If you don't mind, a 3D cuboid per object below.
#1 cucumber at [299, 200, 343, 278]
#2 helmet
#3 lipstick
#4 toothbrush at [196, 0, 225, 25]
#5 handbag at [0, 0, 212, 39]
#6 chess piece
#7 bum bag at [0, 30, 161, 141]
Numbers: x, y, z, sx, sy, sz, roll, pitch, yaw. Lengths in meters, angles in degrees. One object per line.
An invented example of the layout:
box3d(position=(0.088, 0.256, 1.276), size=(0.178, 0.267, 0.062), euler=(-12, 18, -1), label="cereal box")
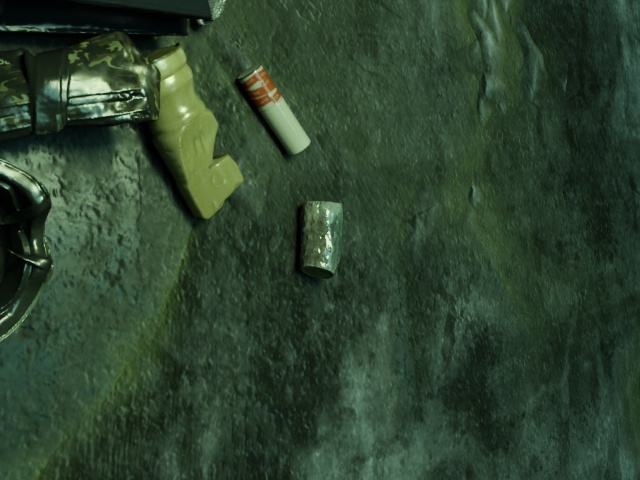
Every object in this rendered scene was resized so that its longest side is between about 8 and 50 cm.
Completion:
box3d(position=(0.000, -0.002, 1.018), size=(0.064, 0.064, 0.112), euler=(12, 79, -43), label="cucumber")
box3d(position=(-0.338, 0.003, 0.650), size=(0.153, 0.107, 0.177), euler=(-2, 105, -48), label="helmet")
box3d(position=(-0.063, -0.181, 0.989), size=(0.131, 0.038, 0.038), euler=(56, 51, -25), label="lipstick")
box3d(position=(-0.105, -0.436, 0.969), size=(0.024, 0.029, 0.354), euler=(43, 55, -50), label="toothbrush")
box3d(position=(-0.276, -0.373, 0.744), size=(0.329, 0.121, 0.304), euler=(-11, 89, -45), label="handbag")
box3d(position=(-0.164, -0.128, 0.862), size=(0.090, 0.090, 0.201), euler=(-46, 123, -38), label="chess piece")
box3d(position=(-0.284, -0.151, 0.724), size=(0.247, 0.069, 0.102), euler=(-18, 99, -28), label="bum bag")
